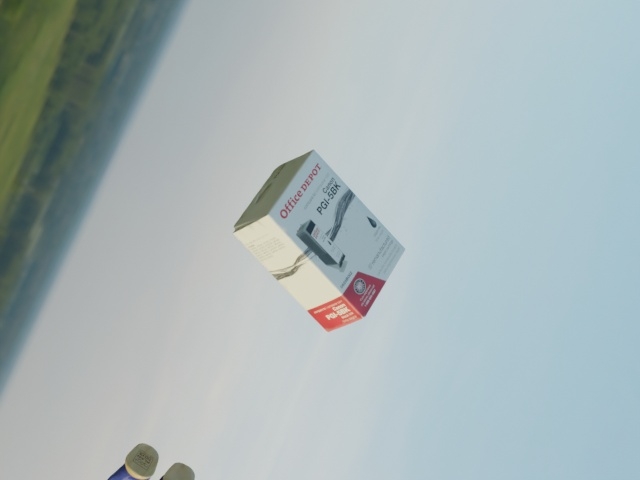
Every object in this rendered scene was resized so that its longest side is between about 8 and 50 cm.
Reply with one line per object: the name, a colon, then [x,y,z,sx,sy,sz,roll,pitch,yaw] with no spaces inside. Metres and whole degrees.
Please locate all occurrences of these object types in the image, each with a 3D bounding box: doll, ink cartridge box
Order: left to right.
doll: [-0.190,0.264,1.361,0.189,0.129,0.046,-56,-171,30]
ink cartridge box: [0.000,0.000,1.376,0.056,0.135,0.099,-24,-155,47]
